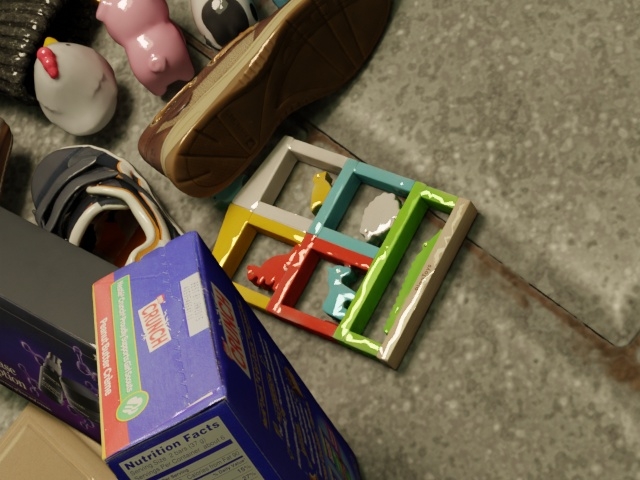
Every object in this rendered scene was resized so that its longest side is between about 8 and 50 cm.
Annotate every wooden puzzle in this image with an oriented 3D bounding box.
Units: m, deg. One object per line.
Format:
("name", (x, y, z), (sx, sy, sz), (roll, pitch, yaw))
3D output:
("wooden puzzle", (-0.301, 0.311, 1.508), (0.221, 0.044, 0.239), (35, 88, 33))

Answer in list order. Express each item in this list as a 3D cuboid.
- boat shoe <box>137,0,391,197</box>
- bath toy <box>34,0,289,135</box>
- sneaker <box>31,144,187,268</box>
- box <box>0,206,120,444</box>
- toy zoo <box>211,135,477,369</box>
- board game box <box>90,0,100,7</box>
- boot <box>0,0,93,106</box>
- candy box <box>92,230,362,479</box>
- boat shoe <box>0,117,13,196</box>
("boat shoe", (-0.068, -0.196, 1.596), (0.342, 0.123, 0.123), (-48, 42, -11))
("bath toy", (-0.193, -0.258, 1.668), (0.348, 0.129, 0.151), (-30, 58, 4))
("sneaker", (-0.248, -0.028, 1.578), (0.321, 0.127, 0.126), (35, 96, 40))
("box", (-0.275, 0.092, 1.485), (0.261, 0.184, 0.103), (25, 50, 27))
("toy zoo", (0.000, 0.000, 1.525), (0.293, 0.030, 0.192), (21, 76, 31))
("board game box", (-0.341, -0.392, 1.827), (0.259, 0.039, 0.124), (25, 77, 16))
("boot", (-0.456, -0.196, 1.771), (0.260, 0.131, 0.348), (22, 91, 17))
("candy box", (-0.066, 0.190, 1.241), (0.122, 0.317, 0.268), (-28, 30, 6))
("boat shoe", (-0.439, 0.005, 1.675), (0.123, 0.116, 0.324), (8, 68, 35))
